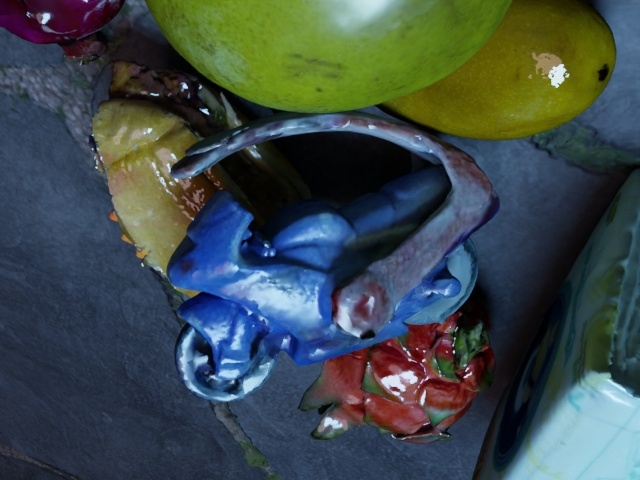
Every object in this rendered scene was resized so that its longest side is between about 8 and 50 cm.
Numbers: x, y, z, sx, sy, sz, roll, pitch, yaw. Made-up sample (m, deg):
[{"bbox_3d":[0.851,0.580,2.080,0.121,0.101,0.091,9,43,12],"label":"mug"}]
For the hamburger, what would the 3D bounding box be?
[{"bbox_3d":[-0.114,-0.044,0.803,0.245,0.155,0.282,17,132,5],"label":"hamburger"}]

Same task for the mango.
[{"bbox_3d":[0.135,-0.147,0.634,0.227,0.099,0.136,1,136,35],"label":"mango"}]

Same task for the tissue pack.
[{"bbox_3d":[0.276,0.163,0.726,0.162,0.287,0.388,23,136,12],"label":"tissue pack"}]

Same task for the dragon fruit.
[{"bbox_3d":[0.087,0.137,0.857,0.192,0.193,0.274,16,145,-33],"label":"dragon fruit"}]

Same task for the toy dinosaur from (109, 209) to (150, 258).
[{"bbox_3d":[-0.207,-0.008,0.943,0.117,0.070,0.288,12,132,29],"label":"toy dinosaur"}]

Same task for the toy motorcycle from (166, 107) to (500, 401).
[{"bbox_3d":[-0.007,-0.002,0.698,0.182,0.319,0.241,132,117,-75],"label":"toy motorcycle"}]

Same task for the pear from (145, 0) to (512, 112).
[{"bbox_3d":[-0.003,-0.218,0.526,0.307,0.253,0.253,4,133,33],"label":"pear"}]

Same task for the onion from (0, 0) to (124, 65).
[{"bbox_3d":[-0.261,-0.237,0.700,0.173,0.135,0.198,11,136,19],"label":"onion"}]
